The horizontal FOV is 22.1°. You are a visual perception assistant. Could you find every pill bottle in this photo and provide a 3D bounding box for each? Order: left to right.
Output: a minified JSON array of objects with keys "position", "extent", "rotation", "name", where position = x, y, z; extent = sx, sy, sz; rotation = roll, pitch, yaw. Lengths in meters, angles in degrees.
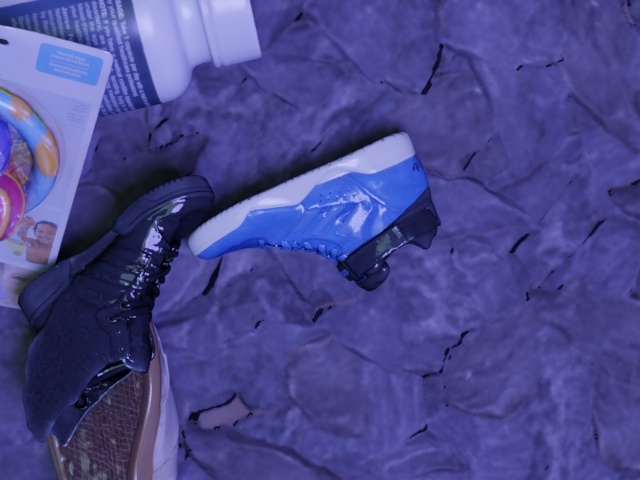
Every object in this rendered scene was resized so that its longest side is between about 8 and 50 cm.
[{"position":[-0.130,-0.126,0.956],"extent":[0.180,0.108,0.108],"rotation":[-12,101,0],"name":"pill bottle"}]

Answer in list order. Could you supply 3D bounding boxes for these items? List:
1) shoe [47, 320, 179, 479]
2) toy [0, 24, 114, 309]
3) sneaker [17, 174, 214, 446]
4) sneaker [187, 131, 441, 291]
[{"position":[-0.128,0.134,1.031],"extent":[0.077,0.058,0.219],"rotation":[-2,88,13],"name":"shoe"},{"position":[-0.209,-0.027,0.928],"extent":[0.137,0.056,0.237],"rotation":[14,141,-10],"name":"toy"},{"position":[-0.117,0.042,0.979],"extent":[0.170,0.051,0.089],"rotation":[-35,71,13],"name":"sneaker"},{"position":[0.000,0.000,1.009],"extent":[0.152,0.058,0.084],"rotation":[-24,92,-5],"name":"sneaker"}]
